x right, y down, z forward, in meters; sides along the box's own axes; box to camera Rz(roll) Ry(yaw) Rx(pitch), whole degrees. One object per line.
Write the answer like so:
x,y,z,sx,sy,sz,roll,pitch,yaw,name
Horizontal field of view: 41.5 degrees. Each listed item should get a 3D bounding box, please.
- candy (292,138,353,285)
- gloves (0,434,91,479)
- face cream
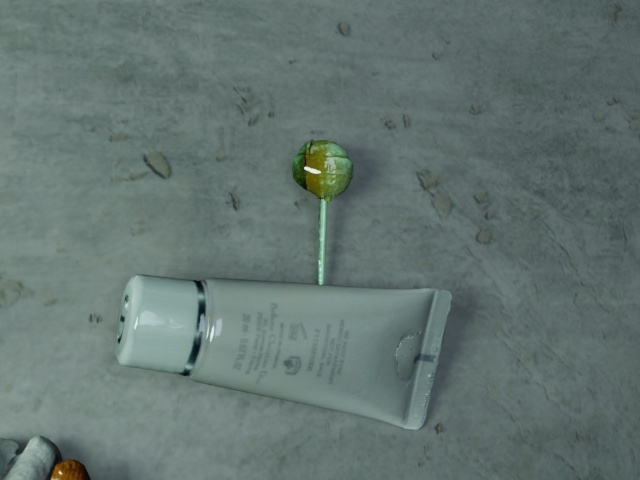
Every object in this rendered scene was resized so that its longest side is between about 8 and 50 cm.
0.000,0.000,0.833,0.061,0.061,0.202,4,83,-20,candy
-0.278,0.225,0.624,0.219,0.131,0.140,-23,88,-15,gloves
-0.025,0.093,0.773,0.314,0.089,0.143,11,92,-20,face cream
